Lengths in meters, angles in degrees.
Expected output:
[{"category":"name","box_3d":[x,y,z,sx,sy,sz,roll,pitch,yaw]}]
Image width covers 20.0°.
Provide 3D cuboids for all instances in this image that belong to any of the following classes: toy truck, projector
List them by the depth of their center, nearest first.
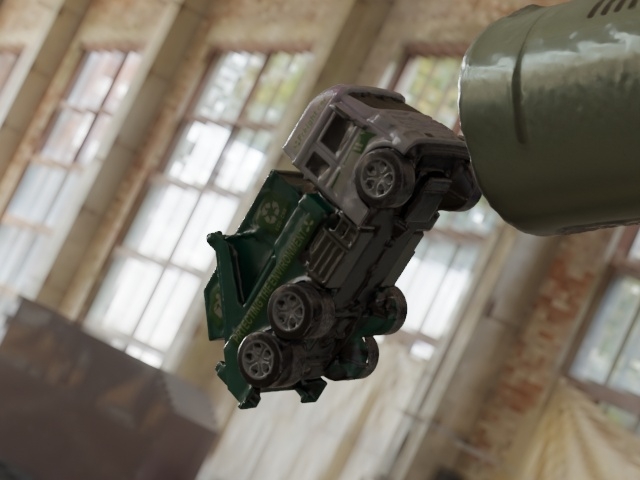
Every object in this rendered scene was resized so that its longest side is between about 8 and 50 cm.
[{"category":"projector","box_3d":[0.212,-0.069,0.718,0.337,0.108,0.108,-8,-29,45]},{"category":"toy truck","box_3d":[0.000,0.000,1.173,0.116,0.216,0.110,42,23,29]}]
